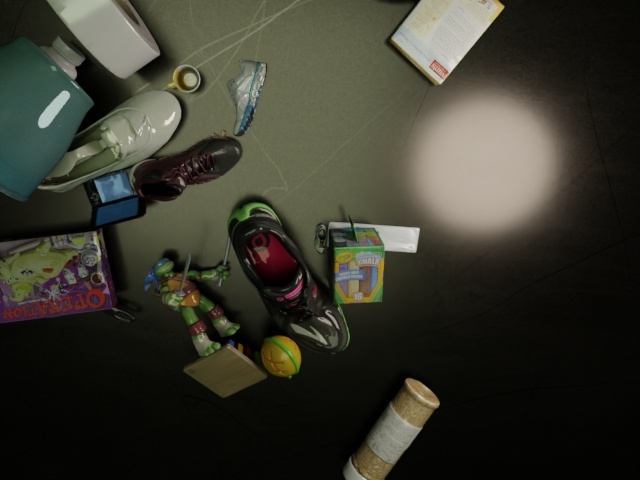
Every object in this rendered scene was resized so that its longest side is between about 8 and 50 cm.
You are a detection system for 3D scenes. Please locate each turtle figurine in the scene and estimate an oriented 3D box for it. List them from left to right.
[{"bbox_3d":[-0.298,0.141,1.262,0.275,0.198,0.266,-28,101,5],"label":"turtle figurine"}]

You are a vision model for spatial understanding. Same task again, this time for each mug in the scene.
[{"bbox_3d":[-0.324,-0.389,1.188,0.078,0.064,0.062,10,104,-8],"label":"mug"}]

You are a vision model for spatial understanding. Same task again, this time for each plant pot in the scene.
[{"bbox_3d":[-0.625,-0.264,1.009,0.271,0.272,0.255,44,80,-15],"label":"plant pot"}]

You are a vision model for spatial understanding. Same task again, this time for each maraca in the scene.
[{"bbox_3d":[-0.111,0.322,1.355,0.127,0.185,0.099,43,61,14],"label":"maraca"}]

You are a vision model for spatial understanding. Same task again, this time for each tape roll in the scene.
[{"bbox_3d":[-0.466,-0.488,1.035,0.100,0.286,0.286,-34,106,4],"label":"tape roll"}]

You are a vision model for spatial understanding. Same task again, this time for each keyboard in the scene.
[{"bbox_3d":[0.146,-0.009,1.371,0.256,0.014,0.072,4,99,-8],"label":"keyboard"}]

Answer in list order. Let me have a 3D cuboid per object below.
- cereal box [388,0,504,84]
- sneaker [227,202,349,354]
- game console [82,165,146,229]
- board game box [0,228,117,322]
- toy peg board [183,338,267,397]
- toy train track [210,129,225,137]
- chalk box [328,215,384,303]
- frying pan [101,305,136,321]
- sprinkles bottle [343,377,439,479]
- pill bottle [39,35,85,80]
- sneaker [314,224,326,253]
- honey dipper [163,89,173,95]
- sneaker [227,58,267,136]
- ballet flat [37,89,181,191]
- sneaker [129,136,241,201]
[{"bbox_3d":[0.309,-0.536,1.227,0.173,0.047,0.240,39,98,-13],"label":"cereal box"},{"bbox_3d":[-0.088,0.132,1.278,0.185,0.202,0.483,-34,109,4],"label":"sneaker"},{"bbox_3d":[-0.515,-0.108,1.231,0.144,0.085,0.124,-15,106,-2],"label":"game console"},{"bbox_3d":[-0.708,0.091,1.240,0.347,0.056,0.208,-8,107,-4],"label":"board game box"},{"bbox_3d":[-0.255,0.332,1.349,0.161,0.079,0.160,-30,124,20],"label":"toy peg board"},{"bbox_3d":[-0.266,-0.244,1.261,0.048,0.014,0.083,28,106,-20],"label":"toy train track"},{"bbox_3d":[0.091,0.042,1.300,0.132,0.132,0.213,-1,114,-5],"label":"chalk box"},{"bbox_3d":[-0.645,0.108,1.292,0.326,0.053,0.197,4,104,-9],"label":"frying pan"},{"bbox_3d":[0.208,0.586,1.477,0.121,0.121,0.355,30,100,-13],"label":"sprinkles bottle"},{"bbox_3d":[-0.627,-0.384,1.141,0.169,0.094,0.094,-44,105,6],"label":"pill bottle"},{"bbox_3d":[0.000,0.000,1.342,0.032,0.037,0.083,-3,107,-7],"label":"sneaker"},{"bbox_3d":[-0.421,-0.300,1.222,0.030,0.030,0.160,39,101,-14],"label":"honey dipper"},{"bbox_3d":[-0.194,-0.352,1.217,0.083,0.071,0.190,17,94,-4],"label":"sneaker"},{"bbox_3d":[-0.510,-0.220,1.162,0.400,0.139,0.139,-27,106,7],"label":"ballet flat"},{"bbox_3d":[-0.310,-0.155,1.182,0.281,0.162,0.106,-22,121,-11],"label":"sneaker"}]
